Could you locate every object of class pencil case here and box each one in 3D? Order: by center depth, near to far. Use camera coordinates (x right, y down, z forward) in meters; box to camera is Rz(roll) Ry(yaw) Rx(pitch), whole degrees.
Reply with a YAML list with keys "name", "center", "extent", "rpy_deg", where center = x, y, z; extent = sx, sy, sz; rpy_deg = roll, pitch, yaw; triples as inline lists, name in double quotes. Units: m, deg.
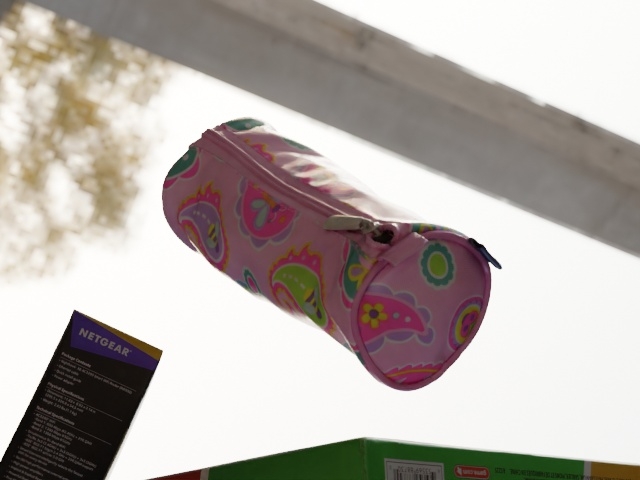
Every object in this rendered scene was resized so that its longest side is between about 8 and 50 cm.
- name: "pencil case"
  center: [0.000, 0.000, 1.263]
  extent: [0.284, 0.124, 0.124]
  rpy_deg: [32, -79, 52]

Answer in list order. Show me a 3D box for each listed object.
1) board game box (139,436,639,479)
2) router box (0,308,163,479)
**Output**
- name: "board game box"
  center: [0.000, 0.177, 1.055]
  extent: [0.317, 0.242, 0.064]
  rpy_deg: [-18, -111, 44]
- name: "router box"
  center: [-0.218, 0.194, 1.474]
  extent: [0.309, 0.081, 0.243]
  rpy_deg: [132, -18, -81]
